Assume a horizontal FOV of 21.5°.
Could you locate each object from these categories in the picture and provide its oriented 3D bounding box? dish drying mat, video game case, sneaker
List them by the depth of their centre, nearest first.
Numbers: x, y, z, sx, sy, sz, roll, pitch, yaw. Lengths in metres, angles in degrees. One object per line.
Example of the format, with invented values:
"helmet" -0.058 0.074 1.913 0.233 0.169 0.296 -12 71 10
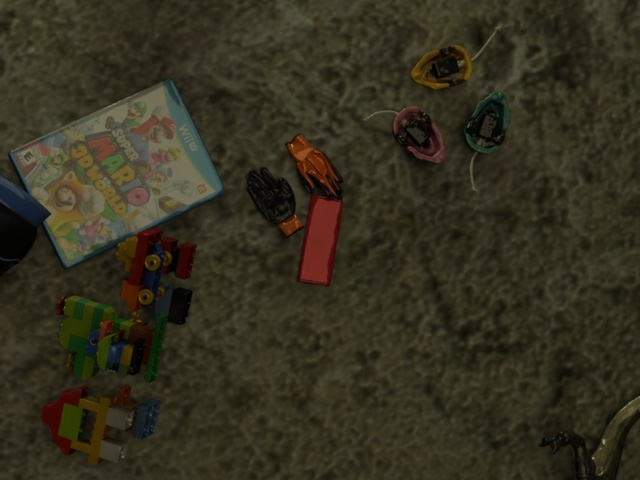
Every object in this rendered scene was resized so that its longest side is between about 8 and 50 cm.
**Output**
"sneaker" -0.353 -0.055 1.478 0.232 0.081 0.090 36 85 -7
"video game case" -0.186 -0.062 1.552 0.166 0.015 0.119 -26 94 -14
"dish drying mat" 0.000 0.000 1.598 0.032 0.008 0.083 10 86 -12

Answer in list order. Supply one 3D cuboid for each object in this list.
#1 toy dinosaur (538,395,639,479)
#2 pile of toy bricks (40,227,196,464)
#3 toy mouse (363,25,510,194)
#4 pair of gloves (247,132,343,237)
"toy dinosaur" 0.247 0.241 1.622 0.118 0.064 0.268 27 81 -26
"pile of toy bricks" -0.191 0.082 1.513 0.105 0.118 0.212 16 101 15
"toy mouse" 0.124 -0.111 1.621 0.161 0.031 0.143 -22 92 -13
"pair of gloves" -0.024 -0.052 1.590 0.083 0.010 0.074 -38 86 -11
